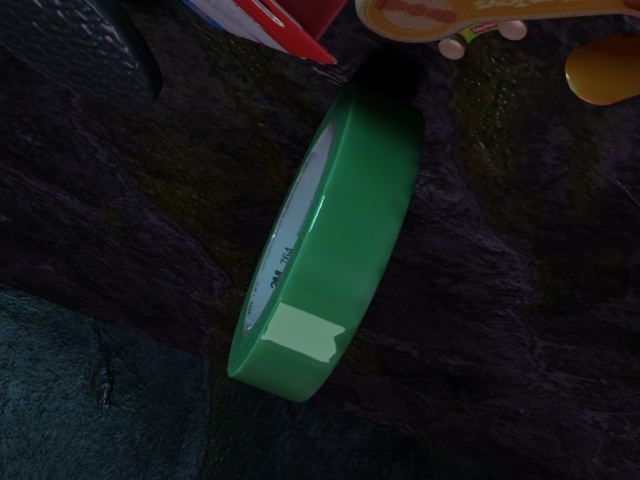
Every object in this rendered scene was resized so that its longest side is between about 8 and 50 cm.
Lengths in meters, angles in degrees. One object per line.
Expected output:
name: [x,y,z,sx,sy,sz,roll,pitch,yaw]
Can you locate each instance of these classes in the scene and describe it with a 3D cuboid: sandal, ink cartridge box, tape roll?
sandal: [-0.310,-0.290,0.740,0.446,0.107,0.167,38,154,-12]
ink cartridge box: [-0.063,-0.212,0.607,0.134,0.078,0.231,36,179,-36]
tape roll: [0.000,0.000,0.843,0.077,0.321,0.321,22,157,-9]

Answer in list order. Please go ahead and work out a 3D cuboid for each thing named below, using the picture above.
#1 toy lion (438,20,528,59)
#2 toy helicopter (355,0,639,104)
toy lion: [0.113,-0.200,0.688,0.100,0.034,0.096,-7,138,46]
toy helicopter: [0.199,-0.165,0.524,0.355,0.140,0.235,-1,164,18]
